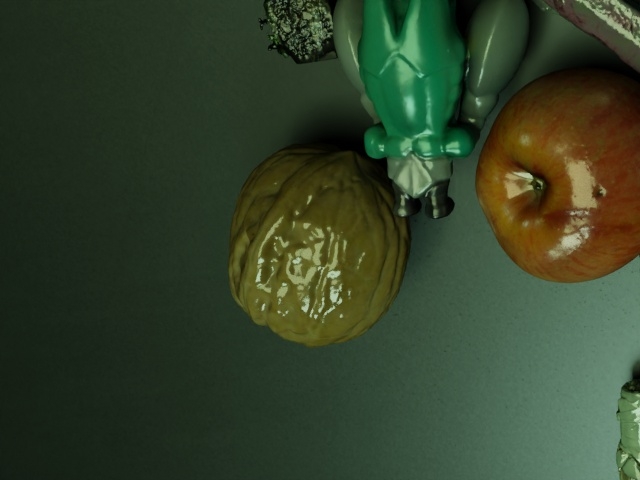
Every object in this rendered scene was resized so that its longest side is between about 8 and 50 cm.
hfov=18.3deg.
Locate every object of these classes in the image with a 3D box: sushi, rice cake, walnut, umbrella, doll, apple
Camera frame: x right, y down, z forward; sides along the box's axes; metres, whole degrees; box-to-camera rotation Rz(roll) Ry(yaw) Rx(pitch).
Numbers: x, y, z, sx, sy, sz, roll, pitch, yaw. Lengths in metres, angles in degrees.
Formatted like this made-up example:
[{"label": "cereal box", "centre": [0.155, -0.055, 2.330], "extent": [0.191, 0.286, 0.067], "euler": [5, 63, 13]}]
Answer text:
[{"label": "sushi", "centre": [-0.020, -0.227, 2.026], "extent": [0.084, 0.056, 0.083], "euler": [-6, 110, 25]}, {"label": "rice cake", "centre": [0.272, -0.205, 1.908], "extent": [0.290, 0.051, 0.081], "euler": [40, 126, 4]}, {"label": "walnut", "centre": [0.000, 0.000, 2.046], "extent": [0.213, 0.213, 0.213], "euler": [10, 116, 20]}, {"label": "umbrella", "centre": [0.339, 0.212, 2.065], "extent": [0.067, 0.062, 0.143], "euler": [-12, 109, -4]}, {"label": "doll", "centre": [0.086, -0.164, 1.955], "extent": [0.195, 0.153, 0.258], "euler": [26, 113, 5]}, {"label": "apple", "centre": [0.243, -0.062, 1.907], "extent": [0.209, 0.164, 0.209], "euler": [20, 121, 39]}]
